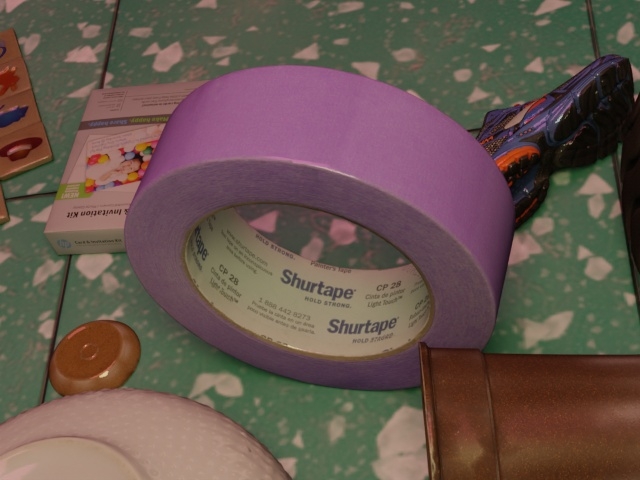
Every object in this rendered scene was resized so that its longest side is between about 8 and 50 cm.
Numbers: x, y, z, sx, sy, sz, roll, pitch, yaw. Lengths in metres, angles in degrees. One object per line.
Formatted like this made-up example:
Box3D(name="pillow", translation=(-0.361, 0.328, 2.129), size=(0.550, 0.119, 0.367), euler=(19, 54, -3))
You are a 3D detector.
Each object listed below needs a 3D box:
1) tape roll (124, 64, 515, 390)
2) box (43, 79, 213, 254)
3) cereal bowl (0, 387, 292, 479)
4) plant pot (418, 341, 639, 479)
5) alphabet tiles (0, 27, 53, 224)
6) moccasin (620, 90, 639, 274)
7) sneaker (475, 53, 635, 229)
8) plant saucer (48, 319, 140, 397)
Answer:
Box3D(name="tape roll", translation=(0.000, 0.000, 0.939), size=(0.275, 0.275, 0.090), euler=(3, 53, 19))
Box3D(name="box", translation=(-0.168, -0.071, 1.210), size=(0.145, 0.038, 0.186), euler=(-2, 52, 16))
Box3D(name="cereal bowl", translation=(-0.167, 0.240, 0.881), size=(0.339, 0.141, 0.339), euler=(-8, 50, 10))
Box3D(name="plant pot", translation=(0.153, 0.144, 0.856), size=(0.165, 0.167, 0.167), euler=(-5, 50, 4))
Box3D(name="alphabet tiles", translation=(-0.432, -0.102, 1.336), size=(0.285, 0.011, 0.342), euler=(-23, 48, -3))
Box3D(name="moccasin", translation=(0.328, 0.018, 0.918), size=(0.147, 0.139, 0.380), euler=(-7, 46, -13))
Box3D(name="sneaker", translation=(0.183, -0.094, 1.096), size=(0.221, 0.083, 0.087), euler=(-36, 42, -18))
Box3D(name="plant saucer", translation=(-0.195, 0.098, 1.091), size=(0.083, 0.015, 0.083), euler=(-8, 49, 10))
